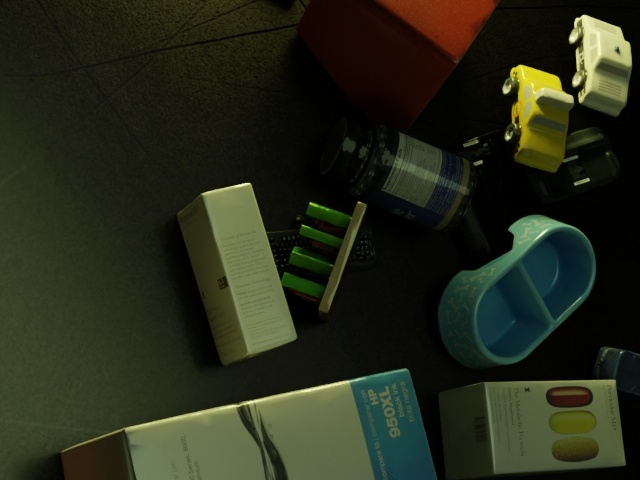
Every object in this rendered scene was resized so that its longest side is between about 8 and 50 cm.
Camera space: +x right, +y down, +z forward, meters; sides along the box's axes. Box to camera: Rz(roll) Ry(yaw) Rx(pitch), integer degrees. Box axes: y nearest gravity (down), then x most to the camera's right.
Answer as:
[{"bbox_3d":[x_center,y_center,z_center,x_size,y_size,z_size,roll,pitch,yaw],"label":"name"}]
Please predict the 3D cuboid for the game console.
[{"bbox_3d":[0.359,-0.090,2.084,0.361,0.044,0.213,-18,87,-29],"label":"game console"}]

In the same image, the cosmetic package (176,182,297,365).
[{"bbox_3d":[-0.119,0.048,1.761,0.085,0.117,0.231,-16,83,-27],"label":"cosmetic package"}]

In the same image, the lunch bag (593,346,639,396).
[{"bbox_3d":[0.493,0.214,2.059,0.098,0.065,0.067,20,84,-22],"label":"lunch bag"}]

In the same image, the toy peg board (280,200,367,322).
[{"bbox_3d":[0.003,0.023,1.803,0.079,0.160,0.161,20,82,3],"label":"toy peg board"}]

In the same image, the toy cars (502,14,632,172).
[{"bbox_3d":[0.429,-0.264,2.109,0.176,0.087,0.393,49,54,3],"label":"toy cars"}]

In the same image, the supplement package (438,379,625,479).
[{"bbox_3d":[0.320,0.286,1.911,0.244,0.134,0.139,1,77,-27],"label":"supplement package"}]

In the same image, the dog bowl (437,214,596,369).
[{"bbox_3d":[0.316,0.082,1.968,0.297,0.074,0.166,-39,109,-23],"label":"dog bowl"}]

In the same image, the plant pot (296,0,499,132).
[{"bbox_3d":[0.121,-0.357,1.921,0.236,0.267,0.267,34,63,-2],"label":"plant pot"}]

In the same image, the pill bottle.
[{"bbox_3d":[0.117,-0.103,1.912,0.219,0.123,0.123,21,68,-14],"label":"pill bottle"}]

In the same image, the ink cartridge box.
[{"bbox_3d":[-0.098,0.295,1.609,0.395,0.285,0.166,-8,79,-29],"label":"ink cartridge box"}]

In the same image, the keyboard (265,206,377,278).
[{"bbox_3d":[0.000,0.000,1.880,0.192,0.038,0.100,-6,79,-29],"label":"keyboard"}]
